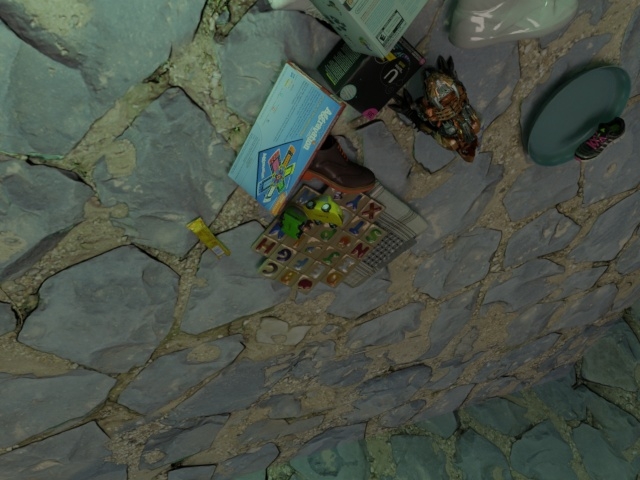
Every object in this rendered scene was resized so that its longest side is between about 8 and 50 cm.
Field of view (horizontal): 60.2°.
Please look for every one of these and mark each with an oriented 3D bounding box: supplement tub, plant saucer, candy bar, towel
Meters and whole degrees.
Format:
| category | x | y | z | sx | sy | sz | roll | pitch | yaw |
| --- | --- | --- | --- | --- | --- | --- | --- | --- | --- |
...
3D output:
| category | x | y | z | sx | sy | sz | roll | pitch | yaw |
| --- | --- | --- | --- | --- | --- | --- | --- | --- | --- |
| supplement tub | 0.367 | -0.262 | 1.371 | 0.070 | 0.071 | 0.107 | -22 | 141 | -9 |
| plant saucer | 0.695 | -0.340 | 1.507 | 0.317 | 0.044 | 0.318 | -18 | 141 | -15 |
| candy bar | -0.264 | 0.001 | 1.322 | 0.040 | 0.018 | 0.161 | -27 | 143 | 4 |
| towel | 0.126 | 0.002 | 1.534 | 0.312 | 0.056 | 0.324 | -41 | 141 | 16 |

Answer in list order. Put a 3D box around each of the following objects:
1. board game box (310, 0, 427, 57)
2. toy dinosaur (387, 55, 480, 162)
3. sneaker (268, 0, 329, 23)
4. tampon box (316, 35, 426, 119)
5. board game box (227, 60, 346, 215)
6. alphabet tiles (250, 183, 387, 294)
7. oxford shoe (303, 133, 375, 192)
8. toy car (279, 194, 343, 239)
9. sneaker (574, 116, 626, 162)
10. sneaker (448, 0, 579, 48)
| category | x | y | z | sx | sy | sz | roll | pitch | yaw |
| --- | --- | --- | --- | --- | --- | --- | --- | --- | --- |
| board game box | 0.055 | -0.469 | 0.837 | 0.303 | 0.097 | 0.224 | 37 | 91 | -40 |
| toy dinosaur | 0.268 | -0.261 | 1.192 | 0.164 | 0.219 | 0.322 | -24 | 142 | -7 |
| sneaker | 0.026 | -0.408 | 0.954 | 0.232 | 0.090 | 0.116 | -15 | 114 | -15 |
| tampon box | 0.098 | -0.345 | 1.086 | 0.120 | 0.102 | 0.161 | 22 | 120 | -45 |
| board game box | -0.076 | -0.199 | 1.119 | 0.281 | 0.145 | 0.027 | -55 | 167 | 30 |
| alphabet tiles | 0.000 | 0.000 | 1.431 | 0.285 | 0.011 | 0.342 | 27 | 117 | -30 |
| oxford shoe | 0.032 | -0.178 | 1.244 | 0.271 | 0.097 | 0.098 | 9 | 123 | -38 |
| toy car | -0.055 | -0.076 | 1.279 | 0.053 | 0.238 | 0.225 | -55 | 173 | -26 |
| sneaker | 0.780 | -0.286 | 1.538 | 0.170 | 0.063 | 0.075 | -33 | 142 | -2 |
| sneaker | 0.405 | -0.498 | 1.099 | 0.292 | 0.108 | 0.169 | -19 | 144 | -10 |
